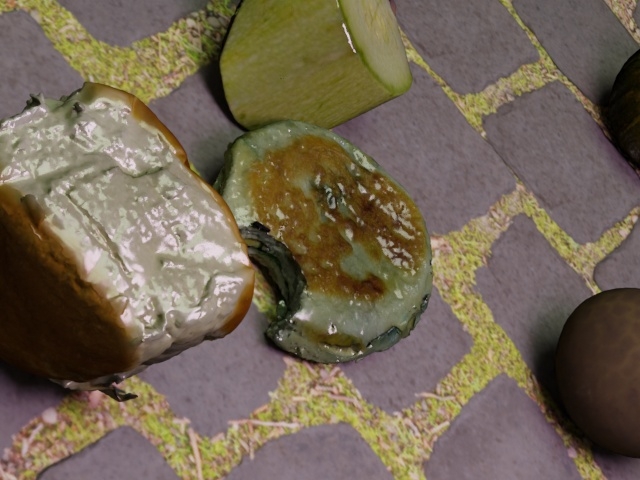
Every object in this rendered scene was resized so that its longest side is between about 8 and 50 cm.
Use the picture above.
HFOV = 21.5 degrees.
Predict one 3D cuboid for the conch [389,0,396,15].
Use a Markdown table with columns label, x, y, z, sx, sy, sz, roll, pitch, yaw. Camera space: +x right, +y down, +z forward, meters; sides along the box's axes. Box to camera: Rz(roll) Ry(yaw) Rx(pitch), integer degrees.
| label | x | y | z | sx | sy | sz | roll | pitch | yaw |
| --- | --- | --- | --- | --- | --- | --- | --- | --- | --- |
| conch | 0.047 | -0.392 | 2.150 | 0.109 | 0.093 | 0.330 | 42 | 45 | -68 |

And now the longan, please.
| label | x | y | z | sx | sy | sz | roll | pitch | yaw |
| --- | --- | --- | --- | --- | --- | --- | --- | --- | --- |
| longan | 0.371 | 0.159 | 1.960 | 0.212 | 0.198 | 0.198 | 36 | 41 | -3 |

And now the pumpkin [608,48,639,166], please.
| label | x | y | z | sx | sy | sz | roll | pitch | yaw |
| --- | --- | --- | --- | --- | --- | --- | --- | --- | --- |
| pumpkin | 0.507 | -0.177 | 2.359 | 0.224 | 0.157 | 0.223 | 10 | 60 | -18 |

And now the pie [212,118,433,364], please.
| label | x | y | z | sx | sy | sz | roll | pitch | yaw |
| --- | --- | --- | --- | --- | --- | --- | --- | --- | --- |
| pie | 0.004 | -0.003 | 1.828 | 0.302 | 0.067 | 0.302 | 24 | 47 | -29 |

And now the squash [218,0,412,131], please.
| label | x | y | z | sx | sy | sz | roll | pitch | yaw |
| --- | --- | --- | --- | --- | --- | --- | --- | --- | --- |
| squash | -0.017 | -0.235 | 1.912 | 0.236 | 0.155 | 0.204 | 66 | 27 | -17 |

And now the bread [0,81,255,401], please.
| label | x | y | z | sx | sy | sz | roll | pitch | yaw |
| --- | --- | --- | --- | --- | --- | --- | --- | --- | --- |
| bread | -0.214 | 0.011 | 1.489 | 0.279 | 0.250 | 0.225 | 53 | 47 | -6 |
